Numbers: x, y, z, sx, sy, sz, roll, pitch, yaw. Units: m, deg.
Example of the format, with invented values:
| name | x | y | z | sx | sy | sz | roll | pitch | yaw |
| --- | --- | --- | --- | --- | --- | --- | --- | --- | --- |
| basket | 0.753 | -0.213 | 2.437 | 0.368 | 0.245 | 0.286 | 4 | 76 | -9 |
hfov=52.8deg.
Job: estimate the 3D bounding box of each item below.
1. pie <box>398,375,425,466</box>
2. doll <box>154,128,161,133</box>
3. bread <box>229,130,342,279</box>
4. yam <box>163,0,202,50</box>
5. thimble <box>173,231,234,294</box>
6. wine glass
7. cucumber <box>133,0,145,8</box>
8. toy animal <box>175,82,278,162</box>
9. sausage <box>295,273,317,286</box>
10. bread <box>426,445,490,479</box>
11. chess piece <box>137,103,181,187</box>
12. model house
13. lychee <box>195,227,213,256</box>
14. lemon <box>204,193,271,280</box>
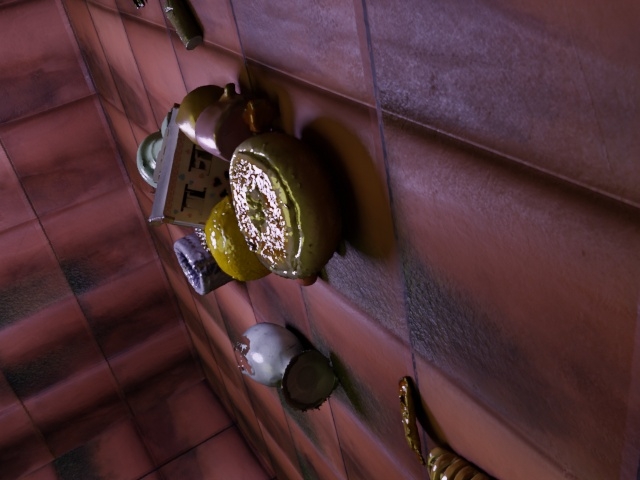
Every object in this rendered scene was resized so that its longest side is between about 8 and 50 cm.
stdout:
| name | x | y | z | sx | sy | sz | roll | pitch | yaw |
| --- | --- | --- | --- | --- | --- | --- | --- | --- | --- |
| pie | 0.190 | 0.385 | 1.389 | 0.088 | 0.033 | 0.191 | 79 | 180 | -84 |
| doll | -0.530 | -0.328 | 2.233 | 0.102 | 0.089 | 0.179 | 57 | -179 | 18 |
| bread | -0.066 | -0.073 | 1.304 | 0.306 | 0.159 | 0.305 | 33 | 135 | 40 |
| yam | -0.338 | -0.534 | 1.578 | 0.132 | 0.054 | 0.054 | 61 | 159 | 6 |
| thimble | -0.398 | 0.069 | 2.268 | 0.245 | 0.157 | 0.217 | 8 | 124 | 66 |
| wine glass | -0.108 | 0.359 | 1.891 | 0.357 | 0.191 | 0.190 | 14 | 127 | 57 |
| cucumber | -0.540 | -0.731 | 1.853 | 0.134 | 0.033 | 0.034 | 66 | -160 | -7 |
| toy animal | -0.218 | -0.265 | 1.444 | 0.281 | 0.169 | 0.195 | 38 | 144 | 47 |
| sausage | -0.051 | 0.036 | 1.546 | 0.062 | 0.062 | 0.154 | 25 | 137 | 59 |
| bread | 0.287 | 0.504 | 1.264 | 0.225 | 0.081 | 0.134 | 12 | 126 | 65 |
| chess piece | -0.433 | -0.287 | 1.932 | 0.194 | 0.195 | 0.299 | 62 | 149 | 5 |
| model house | -0.303 | -0.178 | 1.712 | 0.169 | 0.244 | 0.325 | 14 | 94 | 62 |
| lychee | -0.279 | -0.016 | 1.903 | 0.171 | 0.171 | 0.171 | 49 | 154 | 34 |
| lemon | -0.183 | -0.011 | 1.609 | 0.204 | 0.204 | 0.260 | 46 | 151 | 39 |
